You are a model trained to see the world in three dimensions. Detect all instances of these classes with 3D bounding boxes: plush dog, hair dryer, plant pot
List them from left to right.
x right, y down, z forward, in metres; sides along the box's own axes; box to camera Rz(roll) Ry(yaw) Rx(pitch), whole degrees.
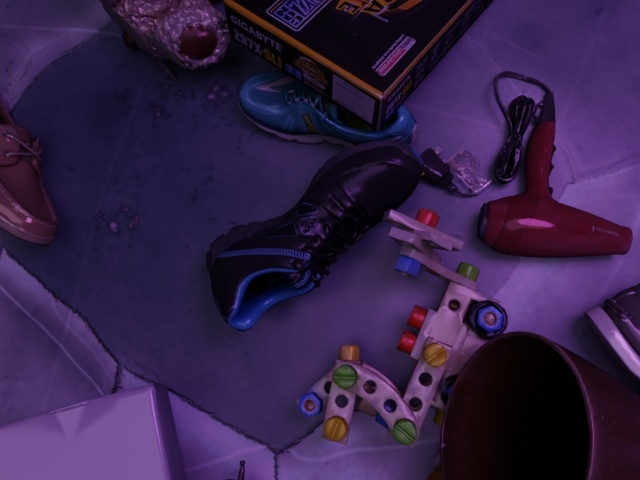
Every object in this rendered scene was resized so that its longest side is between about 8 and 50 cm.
[{"bbox_3d":[-0.217,-0.401,0.828,0.262,0.210,0.225,43,77,-15],"label":"plush dog"},{"bbox_3d":[0.291,-0.083,0.725,0.223,0.080,0.294,-42,79,3],"label":"hair dryer"},{"bbox_3d":[0.285,0.233,0.575,0.230,0.215,0.216,20,87,-17],"label":"plant pot"}]

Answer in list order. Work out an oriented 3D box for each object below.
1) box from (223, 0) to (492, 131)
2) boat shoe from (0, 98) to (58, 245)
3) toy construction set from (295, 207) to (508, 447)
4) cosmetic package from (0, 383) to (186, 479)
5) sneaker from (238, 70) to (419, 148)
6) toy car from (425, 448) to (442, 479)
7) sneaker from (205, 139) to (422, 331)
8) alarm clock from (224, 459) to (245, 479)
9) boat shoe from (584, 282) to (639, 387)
[{"bbox_3d":[0.069,-0.336,0.741,0.257,0.079,0.322,35,70,16],"label":"box"},{"bbox_3d":[-0.512,-0.140,0.860,0.110,0.121,0.341,-42,77,4],"label":"boat shoe"},{"bbox_3d":[0.115,0.126,0.709,0.214,0.151,0.328,22,99,12],"label":"toy construction set"},{"bbox_3d":[-0.274,0.401,0.701,0.217,0.156,0.386,-11,75,-10],"label":"cosmetic package"},{"bbox_3d":[0.008,-0.195,0.775,0.275,0.110,0.107,15,87,12],"label":"sneaker"},{"bbox_3d":[0.214,0.352,0.672,0.181,0.159,0.137,6,119,11],"label":"toy car"},{"bbox_3d":[0.000,0.000,0.728,0.340,0.125,0.140,-35,38,12],"label":"sneaker"},{"bbox_3d":[-0.118,0.409,0.729,0.064,0.129,0.192,-2,110,12],"label":"alarm clock"},{"bbox_3d":[0.451,0.194,0.650,0.091,0.109,0.305,-35,75,10],"label":"boat shoe"}]
